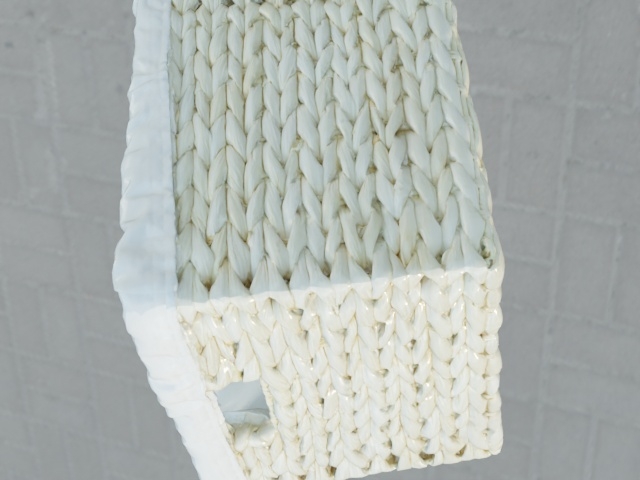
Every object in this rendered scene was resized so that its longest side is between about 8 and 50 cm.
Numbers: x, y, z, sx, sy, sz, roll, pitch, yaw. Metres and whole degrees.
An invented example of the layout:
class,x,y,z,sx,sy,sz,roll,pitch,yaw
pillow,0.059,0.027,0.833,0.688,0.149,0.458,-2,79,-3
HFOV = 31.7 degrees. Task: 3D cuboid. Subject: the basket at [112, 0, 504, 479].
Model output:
class,x,y,z,sx,sy,sz,roll,pitch,yaw
basket,0.000,0.000,0.938,0.266,0.331,0.328,-6,143,4
